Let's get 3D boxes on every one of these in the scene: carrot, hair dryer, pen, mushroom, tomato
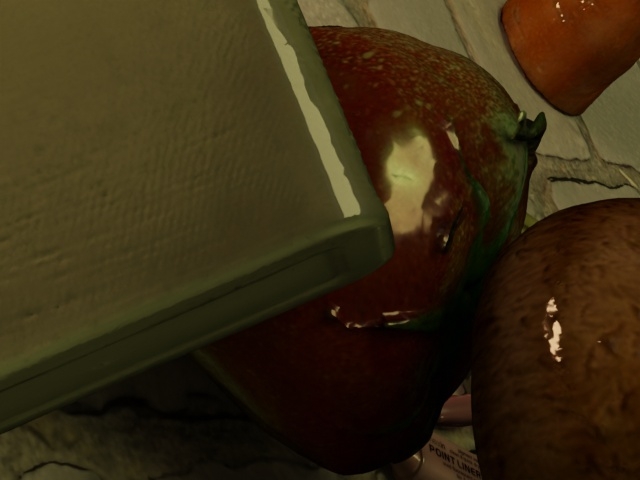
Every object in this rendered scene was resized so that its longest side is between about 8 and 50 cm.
[{"bbox_3d":[0.326,-0.267,1.902,0.159,0.225,0.159,31,38,-27],"label":"carrot"},{"bbox_3d":[0.118,0.129,1.414,0.154,0.054,0.106,-19,72,-54],"label":"hair dryer"},{"bbox_3d":[0.098,0.182,1.349,0.197,0.032,0.053,29,41,-39],"label":"pen"},{"bbox_3d":[0.174,0.158,1.084,0.331,0.356,0.334,11,60,-40],"label":"mushroom"},{"bbox_3d":[0.000,0.000,1.136,0.239,0.303,0.303,23,27,17],"label":"tomato"}]

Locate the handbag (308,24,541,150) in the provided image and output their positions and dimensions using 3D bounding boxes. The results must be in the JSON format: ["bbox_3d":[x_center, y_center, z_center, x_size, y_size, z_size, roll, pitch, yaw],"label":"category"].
[{"bbox_3d":[0.057,-0.129,1.461,0.223,0.080,0.247,40,22,30],"label":"handbag"}]

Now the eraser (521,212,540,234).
[{"bbox_3d":[0.179,0.027,1.547,0.172,0.058,0.117,29,41,-57],"label":"eraser"}]

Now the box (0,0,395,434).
[{"bbox_3d":[-0.179,-0.088,0.916,0.177,0.352,0.344,69,-2,-77],"label":"box"}]
